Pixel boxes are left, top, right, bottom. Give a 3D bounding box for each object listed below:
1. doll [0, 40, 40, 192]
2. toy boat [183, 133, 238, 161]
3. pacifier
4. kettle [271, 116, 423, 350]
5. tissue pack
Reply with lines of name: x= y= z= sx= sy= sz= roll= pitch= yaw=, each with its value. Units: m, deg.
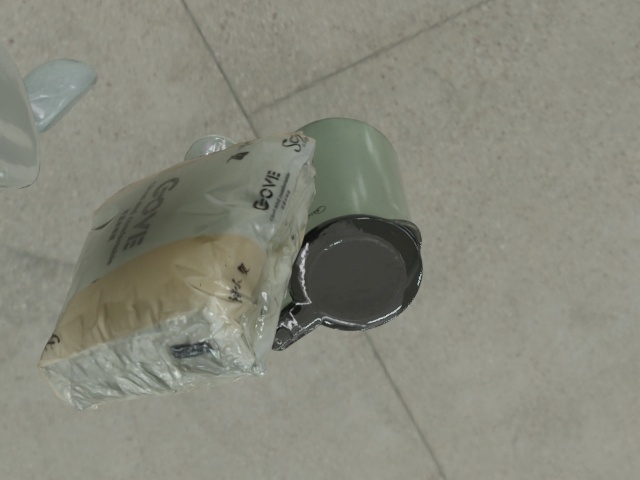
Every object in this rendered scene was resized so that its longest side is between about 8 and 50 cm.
doll: x=-0.333 y=-0.023 z=0.388 sx=0.423 sy=0.161 sz=0.348 roll=-6 pitch=132 yaw=-12
toy boat: x=-0.158 y=-0.059 z=1.572 sx=0.141 sy=0.140 sz=0.269 roll=4 pitch=117 yaw=-13
pacifier: x=-0.314 y=-0.137 z=0.909 sx=0.207 sy=0.279 sz=0.227 roll=-9 pitch=100 yaw=-3
kettle: x=0.000 y=0.000 z=1.696 sx=0.361 sy=0.376 sz=0.250 roll=-35 pitch=117 yaw=14
tissue pack: x=-0.187 y=0.039 z=1.302 sx=0.390 sy=0.375 sz=0.195 roll=-19 pitch=130 yaw=29
